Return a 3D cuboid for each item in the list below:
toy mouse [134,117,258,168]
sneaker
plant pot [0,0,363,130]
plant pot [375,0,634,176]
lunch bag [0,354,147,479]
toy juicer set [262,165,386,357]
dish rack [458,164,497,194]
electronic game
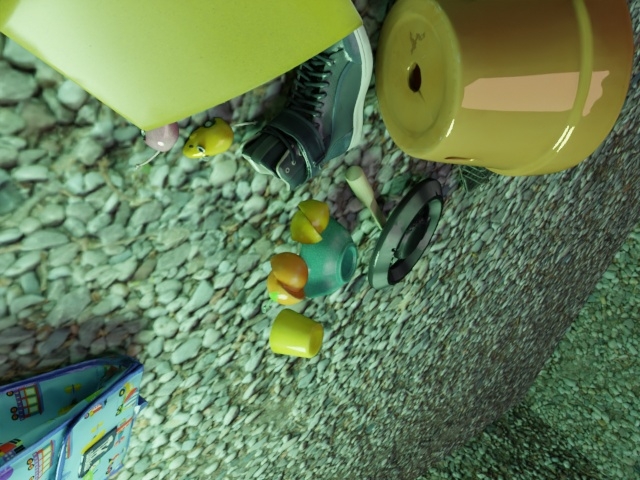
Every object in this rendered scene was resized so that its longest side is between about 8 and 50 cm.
[{"bbox_3d":[-0.140,-0.140,0.607,0.161,0.031,0.143,-35,144,-18],"label":"toy mouse"},{"bbox_3d":[-0.021,-0.162,0.660,0.163,0.086,0.226,-38,146,-26],"label":"sneaker"},{"bbox_3d":[-0.129,-0.213,0.411,0.187,0.212,0.212,-39,147,10],"label":"plant pot"},{"bbox_3d":[0.203,-0.216,0.720,0.203,0.291,0.291,-11,134,-19],"label":"plant pot"},{"bbox_3d":[-0.358,0.275,0.727,0.293,0.138,0.221,-25,140,-49],"label":"lunch bag"},{"bbox_3d":[0.000,0.000,0.864,0.329,0.089,0.209,-56,146,-36],"label":"toy juicer set"},{"bbox_3d":[0.331,-0.199,1.031,0.208,0.074,0.271,-43,146,-5],"label":"dish rack"},{"bbox_3d":[0.158,-0.009,1.031,0.229,0.048,0.229,-44,152,-31],"label":"electronic game"}]
